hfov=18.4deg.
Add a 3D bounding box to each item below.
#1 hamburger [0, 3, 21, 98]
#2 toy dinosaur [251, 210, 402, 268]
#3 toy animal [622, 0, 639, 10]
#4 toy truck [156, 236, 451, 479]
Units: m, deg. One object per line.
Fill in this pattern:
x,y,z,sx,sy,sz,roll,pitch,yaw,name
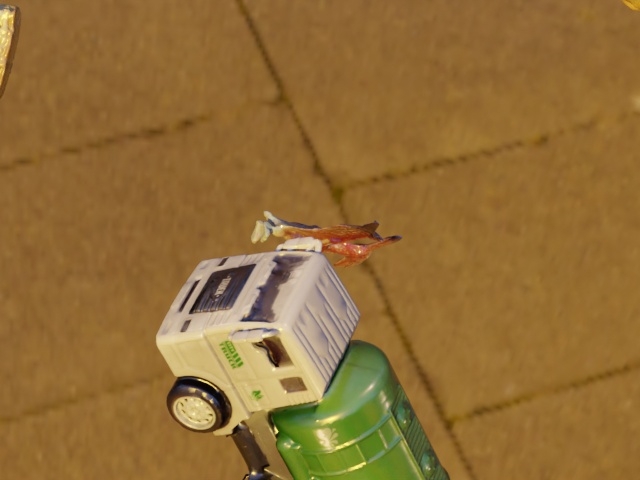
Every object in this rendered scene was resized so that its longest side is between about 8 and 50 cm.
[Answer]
-0.287,-0.088,1.421,0.135,0.155,0.208,8,87,1,hamburger
0.000,-0.001,1.663,0.108,0.220,0.032,14,82,-17,toy dinosaur
0.089,-0.097,0.476,0.060,0.083,0.081,21,14,13,toy animal
0.002,0.120,1.216,0.125,0.242,0.101,-10,33,31,toy truck
